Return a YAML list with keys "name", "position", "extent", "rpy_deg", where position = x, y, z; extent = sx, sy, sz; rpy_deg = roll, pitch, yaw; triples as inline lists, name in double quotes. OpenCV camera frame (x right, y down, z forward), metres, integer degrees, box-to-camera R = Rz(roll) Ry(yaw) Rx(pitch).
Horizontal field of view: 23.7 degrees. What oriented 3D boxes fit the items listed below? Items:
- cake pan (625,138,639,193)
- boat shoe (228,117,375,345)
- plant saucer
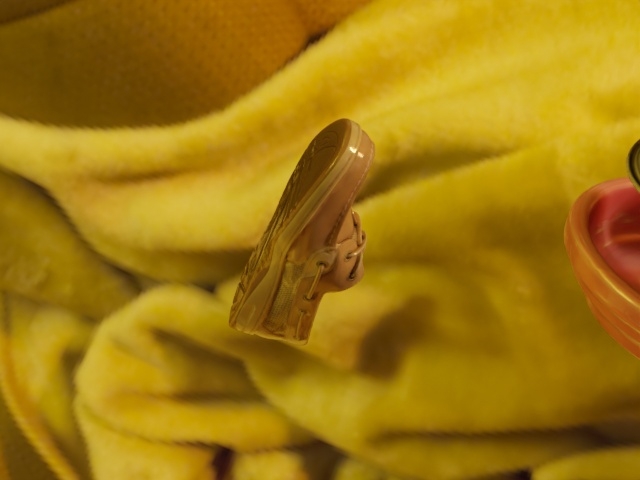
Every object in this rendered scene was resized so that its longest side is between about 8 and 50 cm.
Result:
- name: "cake pan"
  position: [0.431, -0.071, 1.402]
  extent: [0.293, 0.293, 0.054]
  rpy_deg: [14, 119, 18]
- name: "boat shoe"
  position: [0.000, 0.000, 1.490]
  extent: [0.098, 0.109, 0.302]
  rpy_deg: [22, 136, -8]
- name: "plant saucer"
  position: [0.404, 0.054, 1.575]
  extent: [0.332, 0.332, 0.084]
  rpy_deg: [21, 122, 5]
